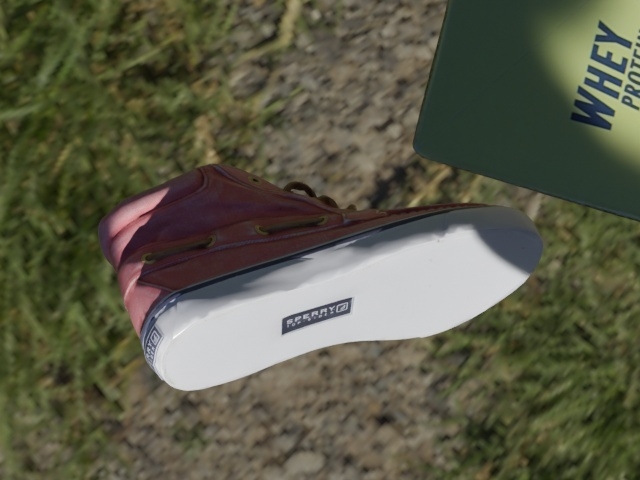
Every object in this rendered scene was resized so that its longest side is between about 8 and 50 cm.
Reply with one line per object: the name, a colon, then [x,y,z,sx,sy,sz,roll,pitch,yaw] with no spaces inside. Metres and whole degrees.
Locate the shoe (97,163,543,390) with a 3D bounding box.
shoe: [0.000,0.000,0.750,0.063,0.178,0.081,99,149,-46]

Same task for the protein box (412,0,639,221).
protein box: [0.164,-0.094,0.526,0.201,0.136,0.200,18,101,28]
